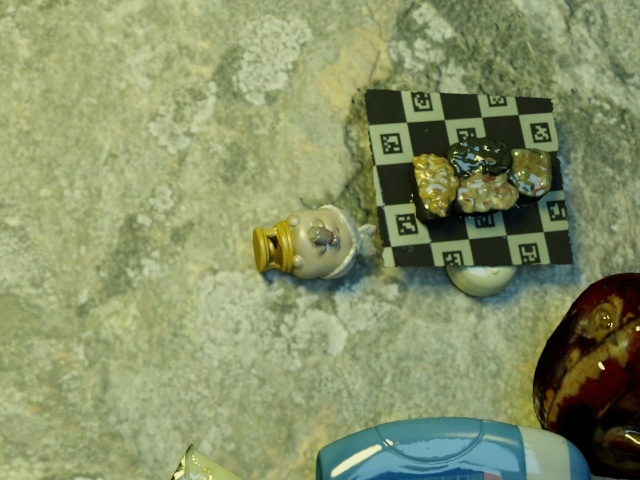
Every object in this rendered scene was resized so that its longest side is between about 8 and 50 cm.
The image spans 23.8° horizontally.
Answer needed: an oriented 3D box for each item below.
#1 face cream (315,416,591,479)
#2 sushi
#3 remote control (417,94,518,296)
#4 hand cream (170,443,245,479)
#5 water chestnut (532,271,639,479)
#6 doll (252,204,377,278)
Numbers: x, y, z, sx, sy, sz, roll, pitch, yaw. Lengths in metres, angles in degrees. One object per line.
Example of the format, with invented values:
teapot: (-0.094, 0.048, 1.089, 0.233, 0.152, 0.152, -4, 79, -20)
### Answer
face cream: (0.130, 0.237, 1.449, 0.263, 0.083, 0.149, -2, 111, -6)
sushi: (0.162, -0.072, 1.553, 0.215, 0.050, 0.192, 0, 74, -18)
remote control: (0.152, -0.050, 1.594, 0.078, 0.042, 0.221, -10, 78, -19)
hand cream: (-0.075, 0.251, 1.442, 0.143, 0.039, 0.061, 28, 70, -3)
water chestnut: (0.325, 0.146, 1.494, 0.223, 0.224, 0.238, 15, 39, -13)
doll: (0.000, 0.000, 1.509, 0.127, 0.084, 0.073, -7, 78, -12)
